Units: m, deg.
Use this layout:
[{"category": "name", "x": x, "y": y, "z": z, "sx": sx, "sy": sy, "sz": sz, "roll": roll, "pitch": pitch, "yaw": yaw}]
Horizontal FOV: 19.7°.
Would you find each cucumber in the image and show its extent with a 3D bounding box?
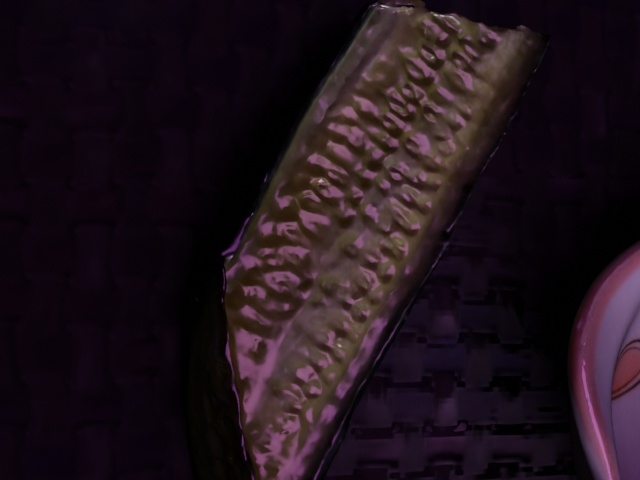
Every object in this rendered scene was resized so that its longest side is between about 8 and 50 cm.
[{"category": "cucumber", "x": 0.000, "y": 0.000, "z": 0.601, "sx": 0.070, "sy": 0.046, "sz": 0.220, "roll": 39, "pitch": 63, "yaw": -24}]

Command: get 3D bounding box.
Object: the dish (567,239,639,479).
[{"category": "dish", "x": 0.160, "y": 0.080, "z": 0.687, "sx": 0.229, "sy": 0.081, "sz": 0.229, "roll": 5, "pitch": 80, "yaw": -32}]
